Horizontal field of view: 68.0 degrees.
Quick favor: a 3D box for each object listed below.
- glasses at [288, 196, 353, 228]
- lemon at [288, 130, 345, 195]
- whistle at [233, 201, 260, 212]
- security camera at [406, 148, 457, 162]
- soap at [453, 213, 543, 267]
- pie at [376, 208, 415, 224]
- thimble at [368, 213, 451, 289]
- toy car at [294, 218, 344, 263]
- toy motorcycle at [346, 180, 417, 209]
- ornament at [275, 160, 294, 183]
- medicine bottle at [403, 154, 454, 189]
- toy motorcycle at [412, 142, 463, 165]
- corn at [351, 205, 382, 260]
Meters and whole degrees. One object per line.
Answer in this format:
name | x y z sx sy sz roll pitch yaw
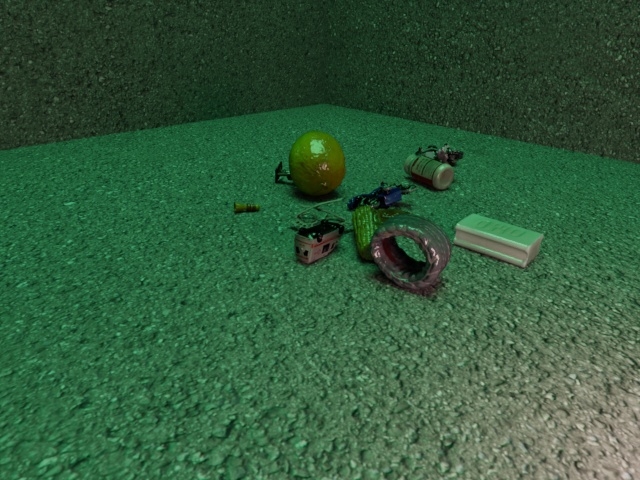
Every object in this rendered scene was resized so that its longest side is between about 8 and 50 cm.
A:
glasses | 0.007 -0.093 1.827 0.255 0.095 0.162 3 33 5
lemon | -0.018 -0.350 2.139 0.268 0.268 0.322 -1 52 -8
whistle | -0.304 -0.133 1.955 0.109 0.057 0.046 0 69 -25
security camera | 0.640 -0.487 2.723 0.301 0.080 0.157 -2 14 -8
soap | 0.637 -0.006 1.709 0.265 0.088 0.160 22 31 35
pie | 0.296 -0.079 1.878 0.195 0.046 0.195 4 25 -2
thimble | 0.278 0.027 1.465 0.236 0.205 0.172 19 27 22
toy car | 0.000 0.000 1.617 0.089 0.108 0.209 17 24 32
toy motorcycle | 0.263 -0.192 2.049 0.315 0.113 0.169 -22 24 -28
ornament | -0.120 -0.301 2.273 0.203 0.088 0.081 22 49 13
medicine bottle | 0.537 -0.347 2.368 0.131 0.131 0.250 -13 30 -30
toy motorcycle | 0.601 -0.435 2.491 0.188 0.143 0.327 11 -4 -12
corn | 0.174 -0.031 1.694 0.115 0.115 0.318 2 31 -1
